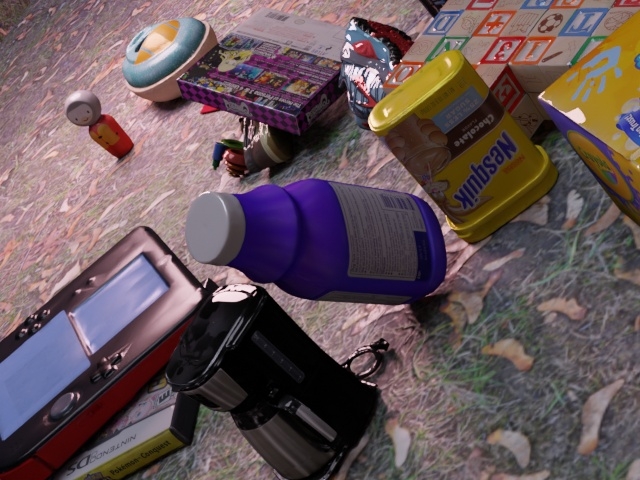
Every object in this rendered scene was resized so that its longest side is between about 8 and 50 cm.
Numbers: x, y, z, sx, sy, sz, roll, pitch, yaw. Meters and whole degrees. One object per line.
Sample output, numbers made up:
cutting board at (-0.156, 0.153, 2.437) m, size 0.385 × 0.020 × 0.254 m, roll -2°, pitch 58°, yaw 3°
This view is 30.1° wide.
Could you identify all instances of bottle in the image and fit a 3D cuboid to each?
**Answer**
bottle at (0.000, 0.000, 1.160) m, size 0.092 × 0.283 × 0.118 m, roll -30°, pitch 65°, yaw 42°

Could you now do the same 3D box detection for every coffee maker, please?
coffee maker at (-0.042, 0.122, 1.154) m, size 0.120 × 0.178 × 0.171 m, roll -22°, pitch 34°, yaw 36°

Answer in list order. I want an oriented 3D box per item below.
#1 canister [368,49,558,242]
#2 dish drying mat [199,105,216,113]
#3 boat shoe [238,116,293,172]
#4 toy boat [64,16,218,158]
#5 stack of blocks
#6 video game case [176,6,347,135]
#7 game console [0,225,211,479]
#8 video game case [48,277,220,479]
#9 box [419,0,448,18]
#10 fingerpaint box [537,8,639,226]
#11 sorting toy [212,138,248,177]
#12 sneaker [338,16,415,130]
canister at (0.145, -0.096, 1.223) m, size 0.126 × 0.170 × 0.073 m, roll -37°, pitch 26°, yaw 13°
dish drying mat at (-0.182, -0.238, 2.082) m, size 0.083 × 0.008 × 0.032 m, roll -2°, pitch 49°, yaw 53°
boat shoe at (-0.088, -0.179, 1.780) m, size 0.073 × 0.080 × 0.223 m, roll -29°, pitch 33°, yaw 16°
toy boat at (-0.336, -0.311, 2.250) m, size 0.318 × 0.148 × 0.267 m, roll -51°, pitch 27°, yaw -16°
stack of blocks at (0.230, -0.192, 1.300) m, size 0.297 × 0.087 × 0.171 m, roll 12°, pitch 59°, yaw 51°
video game case at (-0.059, -0.255, 1.751) m, size 0.232 × 0.042 × 0.210 m, roll 20°, pitch 52°, yaw 33°
game console at (-0.315, 0.138, 1.579) m, size 0.342 × 0.060 × 0.386 m, roll -45°, pitch 26°, yaw -4°
video game case at (-0.242, 0.194, 1.495) m, size 0.248 × 0.035 × 0.275 m, roll -31°, pitch 29°, yaw 25°
box at (0.201, -0.324, 1.427) m, size 0.175 × 0.220 × 0.051 m, roll -24°, pitch 33°, yaw 36°
fingerpaint box at (0.420, -0.107, 0.860) m, size 0.371 × 0.163 × 0.445 m, roll -41°, pitch 26°, yaw 4°
sorting toy at (-0.134, -0.122, 1.805) m, size 0.102 × 0.061 × 0.042 m, roll -109°, pitch 34°, yaw -69°
sneaker at (0.098, -0.189, 1.547) m, size 0.125 × 0.104 × 0.262 m, roll -69°, pitch 29°, yaw 24°
